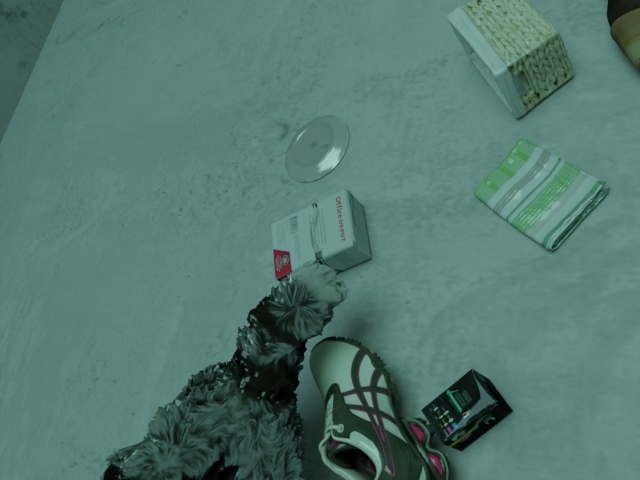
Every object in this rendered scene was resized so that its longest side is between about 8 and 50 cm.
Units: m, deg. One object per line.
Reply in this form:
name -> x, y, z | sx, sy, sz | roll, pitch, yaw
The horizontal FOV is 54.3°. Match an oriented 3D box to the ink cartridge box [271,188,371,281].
ink cartridge box -> 0.000, 0.000, 1.004 | 0.150, 0.063, 0.109 | -24, 54, 25

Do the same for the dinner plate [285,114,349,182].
dinner plate -> -0.011, -0.171, 1.139 | 0.141, 0.017, 0.141 | -16, 58, 29

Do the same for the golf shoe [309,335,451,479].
golf shoe -> 0.044, 0.222, 0.794 | 0.273, 0.120, 0.105 | 46, 131, 45

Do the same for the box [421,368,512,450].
box -> 0.177, 0.206, 0.757 | 0.083, 0.062, 0.052 | -43, 49, 11

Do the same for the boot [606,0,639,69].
boot -> 0.493, -0.350, 0.802 | 0.248, 0.090, 0.207 | -20, 58, 32

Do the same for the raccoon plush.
raccoon plush -> -0.119, 0.262, 0.863 | 0.446, 0.216, 0.299 | -46, 3, -26

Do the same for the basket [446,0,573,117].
basket -> 0.278, -0.285, 0.916 | 0.103, 0.113, 0.167 | -34, 50, 15

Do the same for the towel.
towel -> 0.293, -0.068, 0.846 | 0.113, 0.023, 0.152 | -48, 47, 5
